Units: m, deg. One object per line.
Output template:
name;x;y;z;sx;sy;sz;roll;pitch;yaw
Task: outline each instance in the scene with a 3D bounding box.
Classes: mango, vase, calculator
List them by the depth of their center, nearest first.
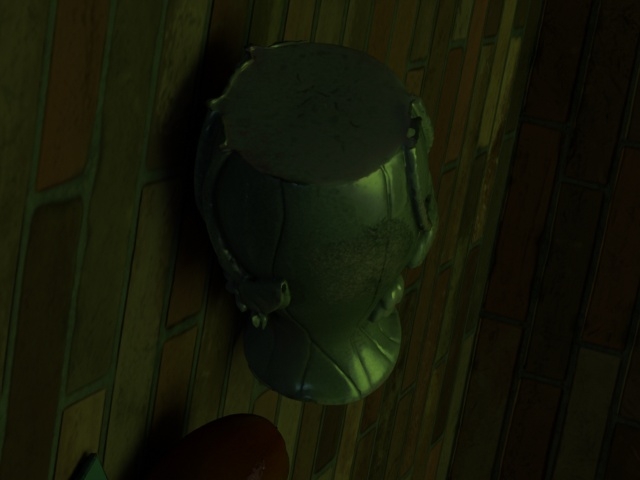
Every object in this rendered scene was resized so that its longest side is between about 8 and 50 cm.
calculator;-0.247;0.283;1.443;0.057;0.018;0.172;84;27;-50
mango;-0.140;0.296;1.592;0.289;0.129;0.146;-52;172;-36
vase;0.000;0.000;1.627;0.445;0.250;0.250;89;23;-55
